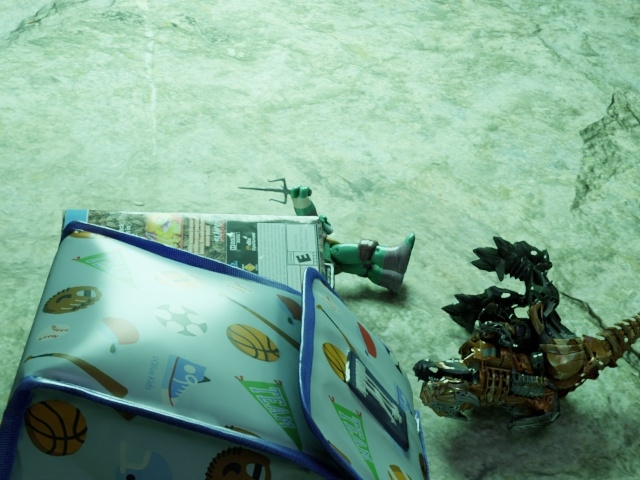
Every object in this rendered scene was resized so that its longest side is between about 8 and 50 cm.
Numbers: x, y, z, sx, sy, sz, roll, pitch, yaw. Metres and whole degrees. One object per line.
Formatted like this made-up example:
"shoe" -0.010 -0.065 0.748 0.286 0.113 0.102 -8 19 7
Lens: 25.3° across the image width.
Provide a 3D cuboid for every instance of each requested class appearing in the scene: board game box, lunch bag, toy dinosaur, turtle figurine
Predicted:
"board game box" -0.142 0.095 1.545 0.291 0.141 0.232 2 41 -5
"lunch bag" -0.082 0.166 1.262 0.385 0.239 0.328 18 23 -9
"toy dinosaur" 0.253 0.132 1.744 0.322 0.164 0.218 6 48 -41
"turtle figurine" 0.000 0.000 1.832 0.234 0.118 0.175 17 -4 3

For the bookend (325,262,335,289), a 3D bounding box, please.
"bookend" -0.065 0.091 1.720 0.157 0.072 0.156 9 37 -5
